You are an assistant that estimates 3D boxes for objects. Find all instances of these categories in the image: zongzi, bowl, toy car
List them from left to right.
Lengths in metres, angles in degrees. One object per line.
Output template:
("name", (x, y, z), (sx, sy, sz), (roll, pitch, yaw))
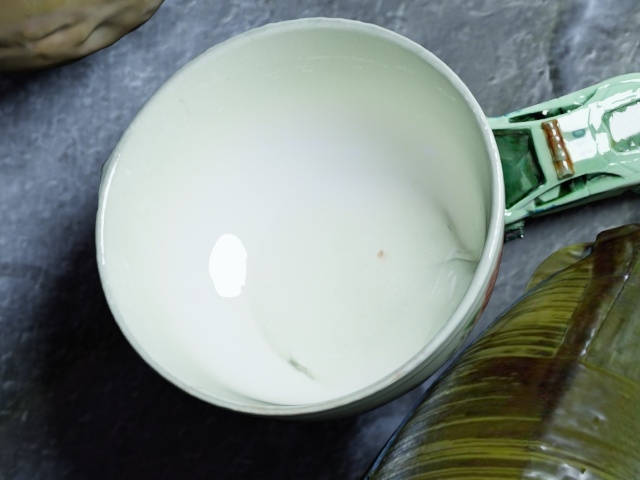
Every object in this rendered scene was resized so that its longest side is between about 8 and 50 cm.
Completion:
("bowl", (0.000, 0.000, 1.103), (0.277, 0.145, 0.277), (-6, 69, 17))
("zongzi", (0.085, 0.206, 1.099), (0.208, 0.432, 0.403), (40, 48, -12))
("toy car", (0.172, -0.060, 1.165), (0.186, 0.058, 0.093), (-17, 84, -1))

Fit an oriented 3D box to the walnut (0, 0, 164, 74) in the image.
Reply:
("walnut", (-0.212, -0.251, 1.115), (0.227, 0.273, 0.273), (34, 84, 38))
